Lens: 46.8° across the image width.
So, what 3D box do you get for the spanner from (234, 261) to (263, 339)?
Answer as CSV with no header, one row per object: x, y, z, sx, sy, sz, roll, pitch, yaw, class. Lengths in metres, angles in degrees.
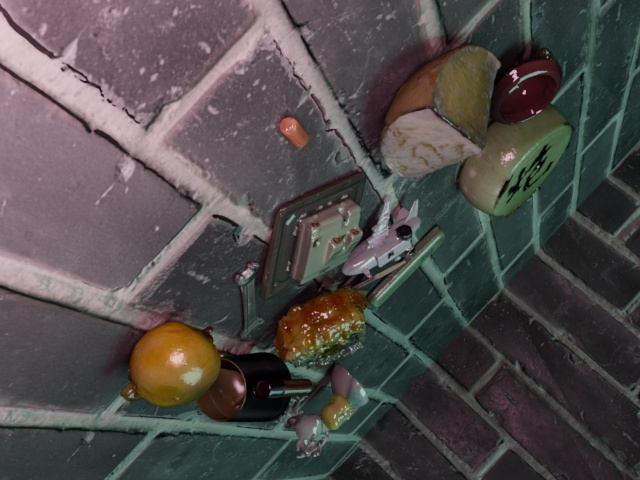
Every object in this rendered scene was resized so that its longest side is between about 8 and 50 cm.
-0.155,0.137,1.599,0.071,0.017,0.302,-37,156,-22,spanner

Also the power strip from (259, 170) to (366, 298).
0.001,0.002,1.552,0.257,0.092,0.251,-27,151,-37,power strip

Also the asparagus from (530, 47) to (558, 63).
0.560,-0.421,1.866,0.080,0.080,0.287,-48,163,4,asparagus

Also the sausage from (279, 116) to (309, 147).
-0.043,-0.182,1.249,0.034,0.034,0.083,-47,158,1,sausage

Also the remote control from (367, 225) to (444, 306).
0.257,0.080,2.195,0.309,0.038,0.090,-46,158,-1,remote control

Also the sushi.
0.016,0.216,1.830,0.274,0.139,0.184,-22,155,-5,sushi

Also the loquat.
-0.278,0.234,1.374,0.204,0.149,0.172,-30,158,-10,loquat

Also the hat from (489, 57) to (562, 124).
0.478,-0.366,1.768,0.205,0.089,0.205,-15,148,-10,hat

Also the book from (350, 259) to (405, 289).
0.128,0.104,1.941,0.127,0.014,0.182,-24,175,-43,book

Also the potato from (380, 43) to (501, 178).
0.215,-0.285,1.467,0.189,0.211,0.264,35,59,-31,potato

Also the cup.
-0.151,0.321,1.695,0.239,0.166,0.177,-32,157,21,cup

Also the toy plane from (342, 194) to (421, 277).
0.161,0.010,1.832,0.255,0.101,0.251,-40,146,-17,toy plane

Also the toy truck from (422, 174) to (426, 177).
0.264,-0.189,1.777,0.083,0.032,0.024,-49,153,2,toy truck

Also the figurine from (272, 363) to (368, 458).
-0.008,0.532,2.310,0.316,0.206,0.284,-43,164,-24,figurine

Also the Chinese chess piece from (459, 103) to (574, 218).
0.544,-0.227,2.057,0.349,0.146,0.349,-38,155,-21,Chinese chess piece
